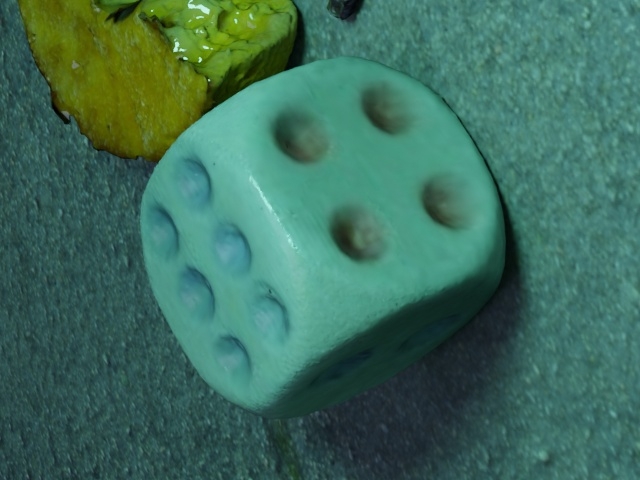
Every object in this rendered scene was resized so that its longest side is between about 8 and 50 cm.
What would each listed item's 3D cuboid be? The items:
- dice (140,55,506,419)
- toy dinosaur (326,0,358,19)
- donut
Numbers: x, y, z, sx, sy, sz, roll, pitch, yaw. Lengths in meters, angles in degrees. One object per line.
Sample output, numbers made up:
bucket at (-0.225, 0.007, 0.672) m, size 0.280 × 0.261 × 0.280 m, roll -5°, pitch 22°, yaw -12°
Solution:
dice at (0.000, 0.000, 1.767) m, size 0.268 × 0.262 × 0.264 m, roll 59°, pitch 143°, yaw 14°
toy dinosaur at (0.047, -0.329, 1.739) m, size 0.251 × 0.072 × 0.199 m, roll -30°, pitch 92°, yaw 42°
donut at (-0.196, -0.308, 1.972) m, size 0.378 × 0.163 × 0.435 m, roll -3°, pitch 105°, yaw 54°
